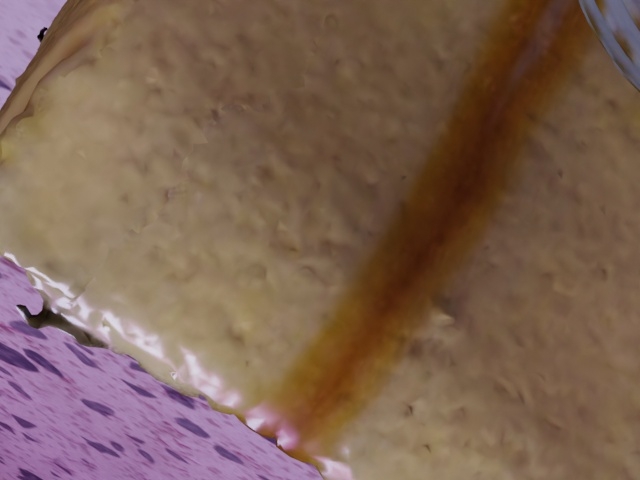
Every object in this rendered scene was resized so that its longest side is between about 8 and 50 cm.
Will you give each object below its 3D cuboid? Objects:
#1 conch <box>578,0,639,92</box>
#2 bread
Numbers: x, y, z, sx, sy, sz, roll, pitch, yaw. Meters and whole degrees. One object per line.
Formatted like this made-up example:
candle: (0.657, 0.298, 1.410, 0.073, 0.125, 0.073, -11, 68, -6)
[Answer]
conch: (0.113, -0.078, 0.433, 0.135, 0.102, 0.153, 49, 157, -5)
bread: (0.000, 0.000, 0.638, 0.263, 0.198, 0.236, 38, 165, -13)
